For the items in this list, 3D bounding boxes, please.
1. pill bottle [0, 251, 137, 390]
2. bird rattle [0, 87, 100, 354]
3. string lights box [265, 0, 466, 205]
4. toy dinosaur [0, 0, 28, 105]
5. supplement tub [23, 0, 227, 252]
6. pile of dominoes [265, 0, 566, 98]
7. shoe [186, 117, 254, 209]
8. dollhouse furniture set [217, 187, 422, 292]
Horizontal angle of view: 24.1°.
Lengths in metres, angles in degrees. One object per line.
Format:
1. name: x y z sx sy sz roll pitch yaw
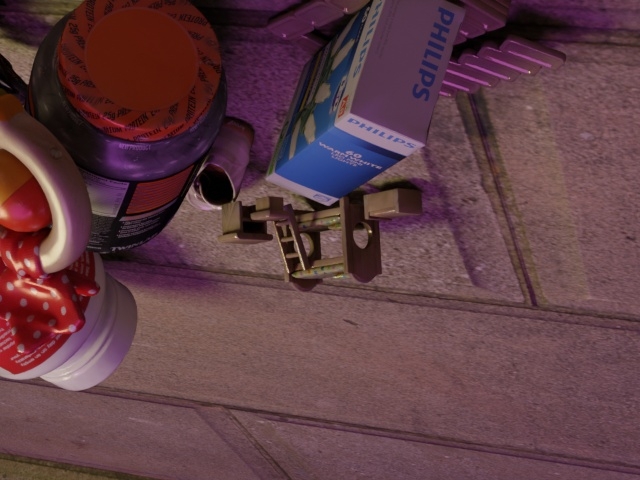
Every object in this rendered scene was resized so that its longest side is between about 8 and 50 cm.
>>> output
1. pill bottle: -0.439 0.047 2.008 0.229 0.229 0.407 -4 152 36
2. bird rattle: -0.291 -0.027 1.405 0.254 0.143 0.207 59 141 5
3. string lights box: 0.037 -0.128 1.374 0.076 0.133 0.259 22 164 -13
4. toy dinosaur: -0.421 -0.220 1.491 0.321 0.164 0.218 12 179 -38
5. supplement tub: -0.205 -0.121 1.521 0.193 0.194 0.316 18 157 -10
6. pile of dominoes: 0.090 -0.199 1.400 0.196 0.040 0.251 25 164 -26
7. shoe: -0.129 -0.075 1.759 0.076 0.058 0.219 17 157 -7
8. dollhouse furniture set: 0.000 0.000 1.735 0.161 0.101 0.182 3 171 -43
